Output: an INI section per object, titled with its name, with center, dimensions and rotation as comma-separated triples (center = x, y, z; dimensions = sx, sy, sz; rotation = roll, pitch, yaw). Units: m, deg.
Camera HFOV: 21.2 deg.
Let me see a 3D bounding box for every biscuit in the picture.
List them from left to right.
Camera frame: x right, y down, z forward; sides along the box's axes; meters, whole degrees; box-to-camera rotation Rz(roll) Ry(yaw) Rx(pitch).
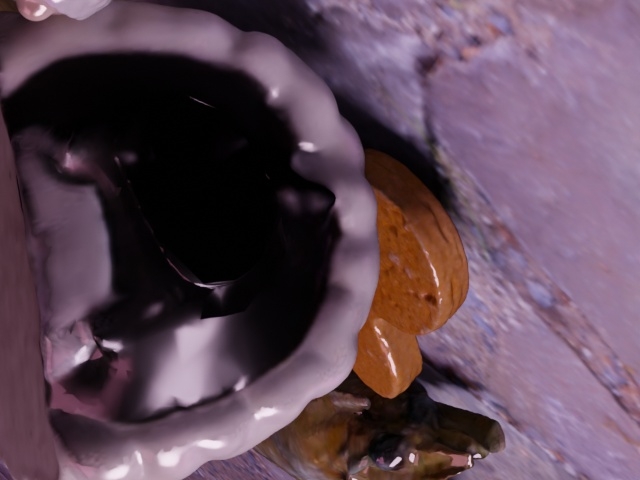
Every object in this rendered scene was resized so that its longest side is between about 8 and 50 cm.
[biscuit]
center = 0.001, 0.000, 0.844
dimensions = 0.165, 0.036, 0.250
rotation = 61, 156, -11

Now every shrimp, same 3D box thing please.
[shrimp]
center = 0.037, 0.133, 1.015
dimensions = 0.168, 0.077, 0.317
rotation = 38, 166, -15

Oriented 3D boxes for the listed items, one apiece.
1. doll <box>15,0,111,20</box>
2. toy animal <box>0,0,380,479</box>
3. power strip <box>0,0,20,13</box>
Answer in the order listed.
[doll]
center = -0.098, -0.126, 0.655
dimensions = 0.073, 0.127, 0.084
rotation = 46, 160, -4
[toy animal]
center = -0.074, 0.002, 0.756
dimensions = 0.204, 0.156, 0.208
rotation = 161, 101, -67
[power strip]
center = -0.139, -0.062, 0.990
dimensions = 0.305, 0.044, 0.064
rotation = 51, 158, -20
